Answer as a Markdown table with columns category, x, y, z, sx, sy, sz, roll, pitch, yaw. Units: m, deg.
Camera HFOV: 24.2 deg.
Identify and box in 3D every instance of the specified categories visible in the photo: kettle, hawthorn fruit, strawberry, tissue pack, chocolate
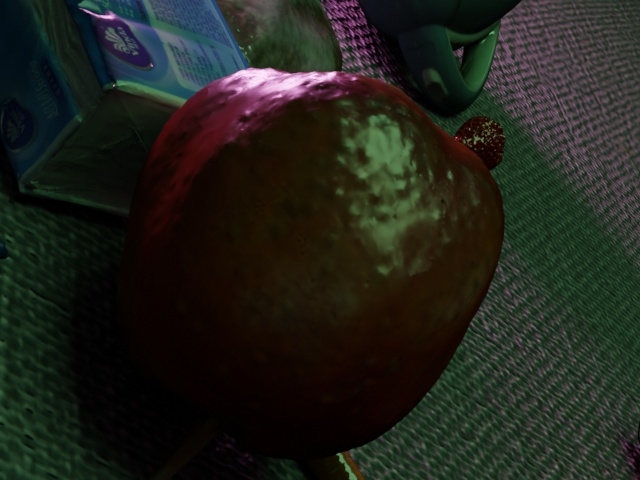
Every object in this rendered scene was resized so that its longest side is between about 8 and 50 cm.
| category | x | y | z | sx | sy | sz | roll | pitch | yaw |
| --- | --- | --- | --- | --- | --- | --- | --- | --- | --- |
| kettle | 0.168 | -0.342 | 2.030 | 0.320 | 0.247 | 0.342 | 69 | 27 | -18 |
| hawthorn fruit | -0.031 | 0.041 | 1.054 | 0.287 | 0.330 | 0.287 | 28 | -19 | 11 |
| strawberry | 0.198 | -0.119 | 1.910 | 0.073 | 0.073 | 0.083 | 51 | 36 | 7 |
| tissue pack | -0.177 | -0.156 | 1.225 | 0.198 | 0.146 | 0.263 | 16 | 40 | -48 |
| chocolate | -0.071 | -0.221 | 1.575 | 0.185 | 0.100 | 0.303 | 55 | 27 | 7 |

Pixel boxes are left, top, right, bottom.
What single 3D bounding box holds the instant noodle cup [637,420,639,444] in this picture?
| category | x | y | z | sx | sy | sz | roll | pitch | yaw |
| --- | --- | --- | --- | --- | --- | --- | --- | --- | --- |
| instant noodle cup | 0.448 | 0.263 | 1.640 | 0.193 | 0.193 | 0.212 | 32 | 21 | -33 |

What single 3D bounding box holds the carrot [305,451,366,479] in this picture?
| category | x | y | z | sx | sy | sz | roll | pitch | yaw |
| --- | --- | --- | --- | --- | --- | --- | --- | --- | --- |
| carrot | -0.012 | 0.142 | 1.186 | 0.248 | 0.043 | 0.043 | 57 | 25 | 15 |

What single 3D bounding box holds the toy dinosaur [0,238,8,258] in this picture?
| category | x | y | z | sx | sy | sz | roll | pitch | yaw |
| --- | --- | --- | --- | --- | --- | --- | --- | --- | --- |
| toy dinosaur | -0.300 | -0.030 | 0.931 | 0.188 | 0.075 | 0.248 | 53 | 17 | -7 |
